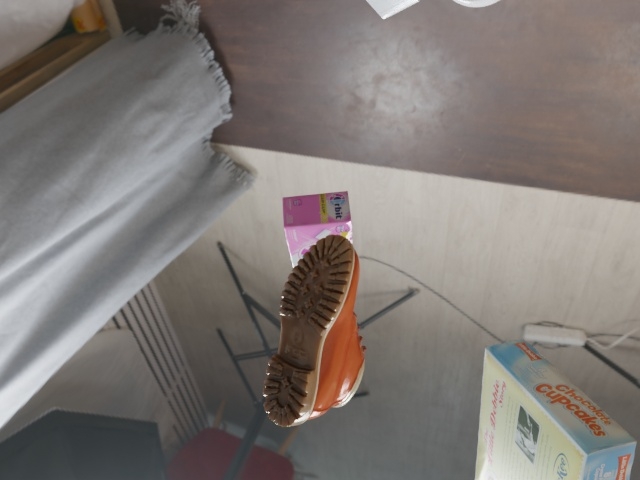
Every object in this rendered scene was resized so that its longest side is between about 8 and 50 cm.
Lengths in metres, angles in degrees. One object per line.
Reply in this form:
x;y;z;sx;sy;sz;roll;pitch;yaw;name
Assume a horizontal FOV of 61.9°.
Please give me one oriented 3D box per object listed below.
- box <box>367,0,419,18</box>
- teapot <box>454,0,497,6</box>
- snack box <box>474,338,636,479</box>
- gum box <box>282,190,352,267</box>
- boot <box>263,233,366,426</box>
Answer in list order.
0.167;-0.663;1.292;0.182;0.119;0.181;40;173;-22;box
0.459;-0.769;1.469;0.256;0.187;0.252;39;125;17;teapot
0.254;0.303;0.628;0.060;0.187;0.322;-8;113;-11;snack box
0.000;0.000;0.918;0.107;0.062;0.188;-6;147;1;gum box
0.009;0.074;0.451;0.059;0.158;0.085;21;-173;43;boot
